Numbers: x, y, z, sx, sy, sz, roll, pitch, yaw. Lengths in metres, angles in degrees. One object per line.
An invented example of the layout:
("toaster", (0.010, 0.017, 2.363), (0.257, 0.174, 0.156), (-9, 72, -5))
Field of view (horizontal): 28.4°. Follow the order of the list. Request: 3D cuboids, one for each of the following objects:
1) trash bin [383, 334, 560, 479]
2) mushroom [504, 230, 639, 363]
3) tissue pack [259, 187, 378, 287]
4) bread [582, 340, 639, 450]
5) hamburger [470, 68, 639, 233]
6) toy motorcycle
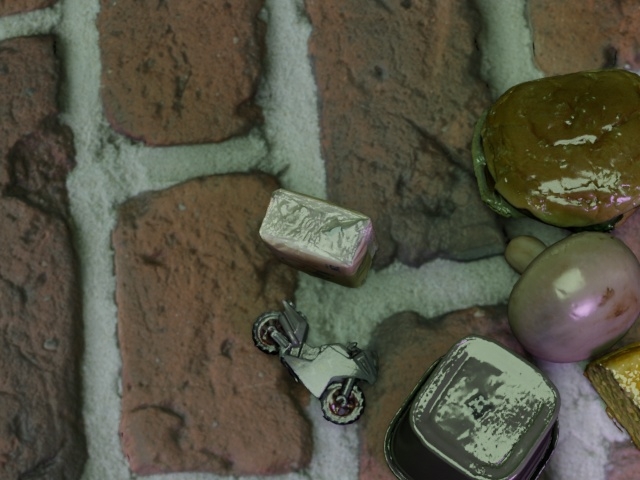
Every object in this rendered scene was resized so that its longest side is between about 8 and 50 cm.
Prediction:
("trash bin", (0.213, 0.256, 1.738), (0.220, 0.250, 0.219), (33, 76, 12))
("mushroom", (0.347, 0.063, 1.813), (0.207, 0.207, 0.215), (-36, 43, -3))
("tissue pack", (0.000, 0.000, 1.843), (0.148, 0.196, 0.092), (18, 80, 10))
("bread", (0.489, 0.232, 1.769), (0.139, 0.143, 0.229), (-36, 78, -2))
("hamburger", (0.366, -0.138, 1.850), (0.285, 0.134, 0.265), (-8, 65, 3))
("toy motorcycle", (-0.001, 0.168, 1.867), (0.122, 0.080, 0.215), (-44, 73, -5))
